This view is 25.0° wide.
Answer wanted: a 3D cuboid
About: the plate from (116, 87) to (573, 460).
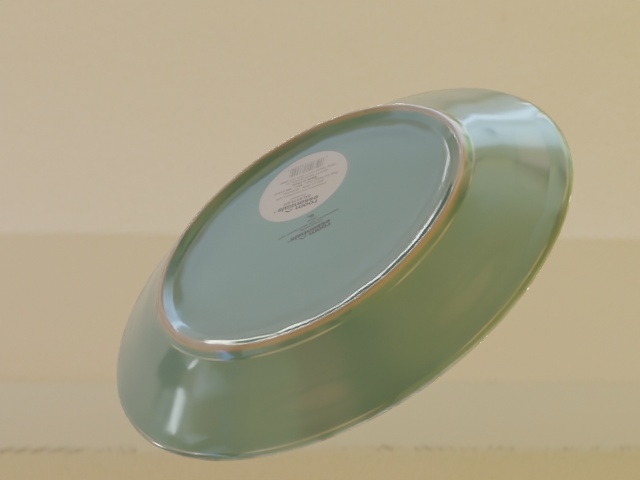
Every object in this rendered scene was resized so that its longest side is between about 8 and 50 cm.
[{"bbox_3d":[0.000,0.000,0.521,0.188,0.024,0.188,-25,-148,17],"label":"plate"}]
